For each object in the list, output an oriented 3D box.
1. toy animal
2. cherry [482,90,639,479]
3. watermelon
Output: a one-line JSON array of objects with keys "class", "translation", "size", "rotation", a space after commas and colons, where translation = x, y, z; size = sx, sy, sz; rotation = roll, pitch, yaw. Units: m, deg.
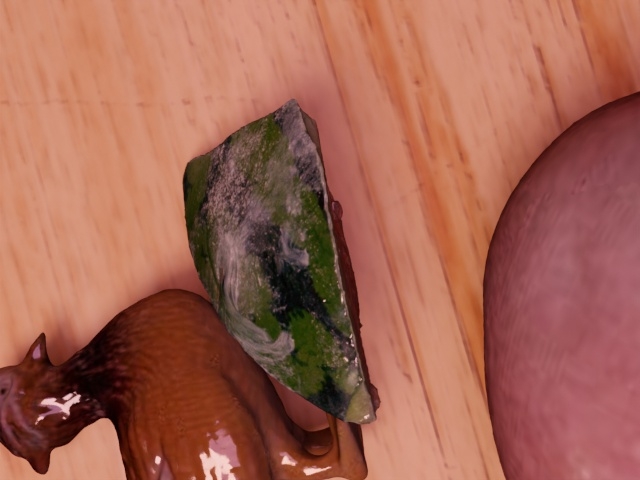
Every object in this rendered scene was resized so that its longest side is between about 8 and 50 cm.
[{"class": "toy animal", "translation": [-0.066, 0.117, 0.427], "size": [0.179, 0.089, 0.188], "rotation": [-8, 88, 2]}, {"class": "cherry", "translation": [0.173, 0.059, 0.371], "size": [0.239, 0.206, 0.239], "rotation": [-3, 76, 12]}, {"class": "watermelon", "translation": [-0.008, 0.003, 0.401], "size": [0.080, 0.101, 0.155], "rotation": [11, 49, -22]}]
